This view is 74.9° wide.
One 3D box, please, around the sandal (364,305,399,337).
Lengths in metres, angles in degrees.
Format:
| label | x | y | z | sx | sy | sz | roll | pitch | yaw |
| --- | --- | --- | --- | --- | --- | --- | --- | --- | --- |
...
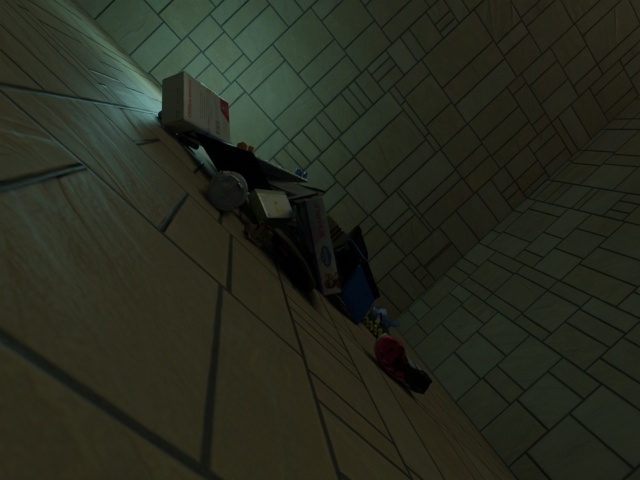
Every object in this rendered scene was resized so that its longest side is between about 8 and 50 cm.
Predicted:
| label | x | y | z | sx | sy | sz | roll | pitch | yaw |
| --- | --- | --- | --- | --- | --- | --- | --- | --- | --- |
| sandal | 0.291 | 0.396 | 2.181 | 0.317 | 0.138 | 0.126 | 47 | -7 | 5 |

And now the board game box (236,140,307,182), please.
| label | x | y | z | sx | sy | sz | roll | pitch | yaw |
| --- | --- | --- | --- | --- | --- | --- | --- | --- | --- |
| board game box | -0.310 | -0.386 | 2.094 | 0.390 | 0.050 | 0.390 | 20 | -4 | -35 |

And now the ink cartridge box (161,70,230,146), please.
| label | x | y | z | sx | sy | sz | roll | pitch | yaw |
| --- | --- | --- | --- | --- | --- | --- | --- | --- | --- |
| ink cartridge box | -0.541 | -0.559 | 1.840 | 0.306 | 0.131 | 0.225 | 20 | 64 | -62 |

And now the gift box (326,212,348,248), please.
| label | x | y | z | sx | sy | sz | roll | pitch | yaw |
| --- | --- | --- | --- | --- | --- | --- | --- | --- | --- |
| gift box | 0.000 | 0.000 | 2.290 | 0.255 | 0.258 | 0.276 | 47 | 2 | -13 |

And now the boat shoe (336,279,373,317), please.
| label | x | y | z | sx | sy | sz | roll | pitch | yaw |
| --- | --- | --- | --- | --- | --- | --- | --- | --- | --- |
| boat shoe | 0.118 | 0.267 | 2.083 | 0.320 | 0.103 | 0.118 | 41 | 19 | -3 |

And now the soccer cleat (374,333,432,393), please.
| label | x | y | z | sx | sy | sz | roll | pitch | yaw |
| --- | --- | --- | --- | --- | --- | --- | --- | --- | --- |
| soccer cleat | 0.287 | 0.466 | 1.591 | 0.331 | 0.116 | 0.143 | 48 | -15 | -23 |

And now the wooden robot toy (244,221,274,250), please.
| label | x | y | z | sx | sy | sz | roll | pitch | yaw |
| --- | --- | --- | --- | --- | --- | --- | --- | --- | --- |
| wooden robot toy | -0.210 | -0.031 | 1.364 | 0.079 | 0.076 | 0.173 | 36 | -4 | 29 |

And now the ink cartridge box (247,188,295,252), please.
| label | x | y | z | sx | sy | sz | roll | pitch | yaw |
| --- | --- | --- | --- | --- | --- | --- | --- | --- | --- |
| ink cartridge box | -0.160 | -0.073 | 1.543 | 0.171 | 0.056 | 0.234 | -3 | 65 | -56 |

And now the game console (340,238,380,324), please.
| label | x | y | z | sx | sy | sz | roll | pitch | yaw |
| --- | --- | --- | --- | --- | --- | --- | --- | --- | --- |
| game console | 0.149 | 0.185 | 1.877 | 0.250 | 0.174 | 0.293 | 58 | -5 | 44 |

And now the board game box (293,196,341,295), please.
| label | x | y | z | sx | sy | sz | roll | pitch | yaw |
| --- | --- | --- | --- | --- | --- | --- | --- | --- | --- |
| board game box | -0.020 | 0.017 | 1.490 | 0.318 | 0.066 | 0.318 | 180 | -101 | -80 |

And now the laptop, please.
| label | x | y | z | sx | sy | sz | roll | pitch | yaw |
| --- | --- | --- | --- | --- | --- | --- | --- | --- | --- |
| laptop | -0.268 | -0.328 | 1.827 | 0.382 | 0.236 | 0.408 | 26 | 30 | 34 |

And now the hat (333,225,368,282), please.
| label | x | y | z | sx | sy | sz | roll | pitch | yaw |
| --- | --- | --- | --- | --- | --- | --- | --- | --- | --- |
| hat | 0.125 | 0.090 | 2.064 | 0.134 | 0.330 | 0.331 | -1 | -22 | 25 |

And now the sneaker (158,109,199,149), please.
| label | x | y | z | sx | sy | sz | roll | pitch | yaw |
| --- | --- | --- | --- | --- | --- | --- | --- | --- | --- |
| sneaker | -0.615 | -0.513 | 1.880 | 0.223 | 0.098 | 0.083 | 45 | 2 | -24 |

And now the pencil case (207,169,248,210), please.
| label | x | y | z | sx | sy | sz | roll | pitch | yaw |
| --- | --- | --- | --- | --- | --- | --- | --- | --- | --- |
| pencil case | -0.305 | -0.171 | 1.394 | 0.124 | 0.114 | 0.273 | 61 | -1 | -11 |

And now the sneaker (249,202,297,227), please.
| label | x | y | z | sx | sy | sz | roll | pitch | yaw |
| --- | --- | --- | --- | --- | --- | --- | --- | --- | --- |
| sneaker | -0.247 | -0.107 | 2.045 | 0.290 | 0.105 | 0.123 | 37 | -27 | -27 |

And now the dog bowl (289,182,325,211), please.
| label | x | y | z | sx | sy | sz | roll | pitch | yaw |
| --- | --- | --- | --- | --- | --- | --- | --- | --- | --- |
| dog bowl | -0.187 | -0.244 | 2.392 | 0.409 | 0.150 | 0.408 | 10 | 2 | 0 |

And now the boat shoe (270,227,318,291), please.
| label | x | y | z | sx | sy | sz | roll | pitch | yaw |
| --- | --- | --- | --- | --- | --- | --- | --- | --- | --- |
| boat shoe | -0.075 | 0.054 | 1.422 | 0.095 | 0.095 | 0.257 | -16 | 65 | -44 |

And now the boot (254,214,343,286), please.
| label | x | y | z | sx | sy | sz | roll | pitch | yaw |
| --- | --- | --- | --- | --- | --- | --- | --- | --- | --- |
| boot | -0.113 | 0.006 | 1.826 | 0.445 | 0.146 | 0.367 | 41 | 2 | -24 |
